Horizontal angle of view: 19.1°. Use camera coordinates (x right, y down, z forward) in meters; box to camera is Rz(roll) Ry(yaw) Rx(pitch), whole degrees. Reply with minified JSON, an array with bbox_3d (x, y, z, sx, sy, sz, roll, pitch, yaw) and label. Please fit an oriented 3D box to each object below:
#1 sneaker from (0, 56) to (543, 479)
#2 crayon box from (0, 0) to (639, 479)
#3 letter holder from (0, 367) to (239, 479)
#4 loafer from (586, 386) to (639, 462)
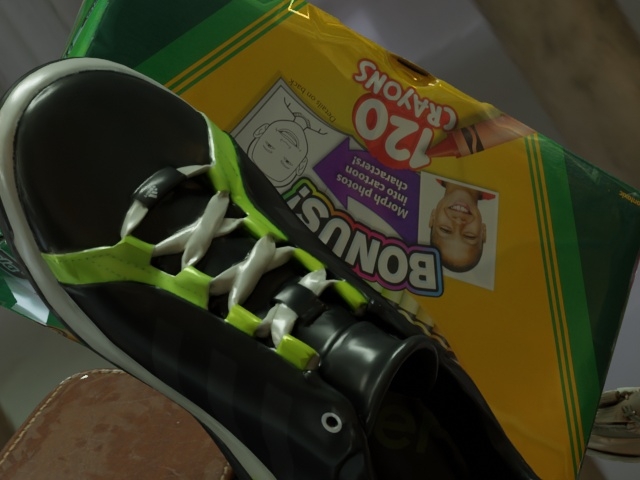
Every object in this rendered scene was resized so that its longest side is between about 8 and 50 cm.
[{"bbox_3d":[-0.001,0.027,0.583,0.235,0.097,0.084,48,-122,-9],"label":"sneaker"},{"bbox_3d":[0.000,0.000,0.848,0.278,0.165,0.081,28,-26,-17],"label":"crayon box"},{"bbox_3d":[-0.145,0.209,0.886,0.214,0.302,0.152,1,-54,19],"label":"letter holder"},{"bbox_3d":[0.173,0.086,0.930,0.125,0.045,0.039,8,-59,22],"label":"loafer"}]
